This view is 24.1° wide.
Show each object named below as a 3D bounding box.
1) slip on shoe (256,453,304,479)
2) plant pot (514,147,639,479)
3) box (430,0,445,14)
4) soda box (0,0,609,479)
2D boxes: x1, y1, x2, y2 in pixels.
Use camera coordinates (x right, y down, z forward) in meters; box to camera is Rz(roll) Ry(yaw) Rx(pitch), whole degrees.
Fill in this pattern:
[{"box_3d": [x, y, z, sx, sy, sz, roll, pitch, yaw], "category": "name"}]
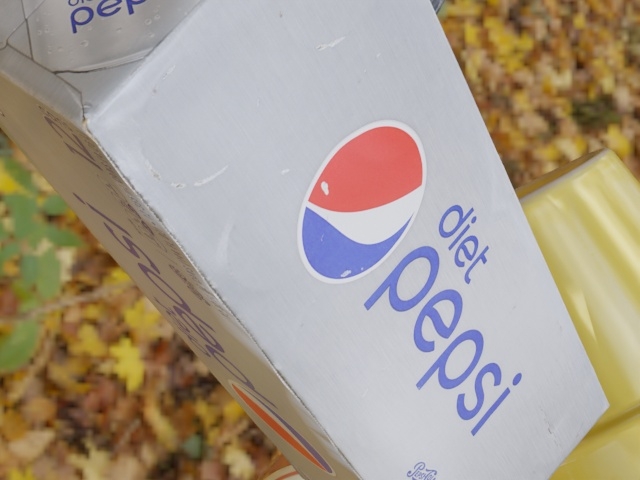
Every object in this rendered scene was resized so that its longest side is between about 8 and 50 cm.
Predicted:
[{"box_3d": [-0.011, 0.215, 1.242, 0.331, 0.123, 0.101, 101, -4, -72], "category": "slip on shoe"}, {"box_3d": [0.193, 0.073, 1.081, 0.239, 0.254, 0.254, 63, 21, -1], "category": "plant pot"}, {"box_3d": [-0.063, -0.412, 0.888, 0.480, 0.472, 0.297, -58, -165, -9], "category": "box"}, {"box_3d": [0.000, 0.000, 0.467, 0.098, 0.091, 0.286, -48, 141, -12], "category": "soda box"}]
